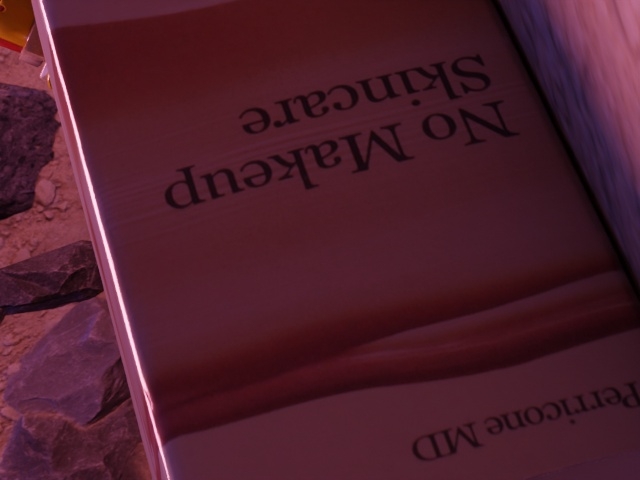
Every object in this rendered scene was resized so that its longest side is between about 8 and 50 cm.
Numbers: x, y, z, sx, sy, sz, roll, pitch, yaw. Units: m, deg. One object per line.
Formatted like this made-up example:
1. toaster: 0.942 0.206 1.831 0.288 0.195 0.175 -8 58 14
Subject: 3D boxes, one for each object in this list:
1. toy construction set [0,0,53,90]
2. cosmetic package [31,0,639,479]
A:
1. toy construction set: -0.091 -0.141 1.124 0.309 0.257 0.237 46 -166 -25
2. cosmetic package: 0.000 0.000 0.622 0.129 0.153 0.296 85 167 -51
